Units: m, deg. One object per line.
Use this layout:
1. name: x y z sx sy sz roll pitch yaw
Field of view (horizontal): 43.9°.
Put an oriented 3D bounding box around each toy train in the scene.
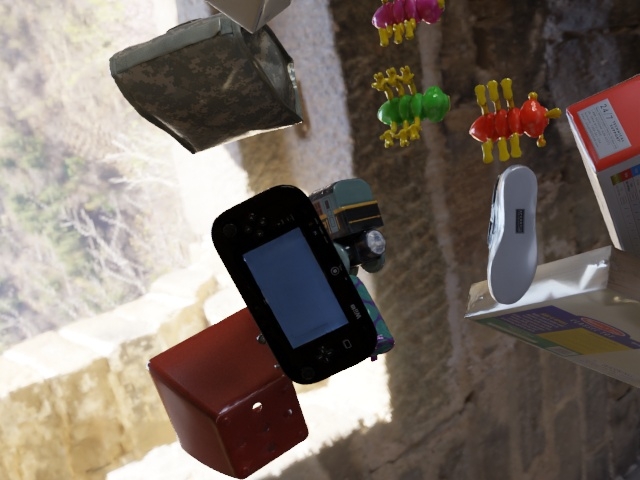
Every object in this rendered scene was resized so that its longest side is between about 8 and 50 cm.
1. toy train: 0.000 0.000 1.611 0.334 0.142 0.190 -22 82 51

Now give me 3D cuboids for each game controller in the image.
1. game controller: -0.038 0.072 1.242 0.166 0.067 0.319 -24 105 15

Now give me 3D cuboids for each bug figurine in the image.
1. bug figurine: 0.161 -0.223 0.923 0.216 0.072 0.279 -5 90 23

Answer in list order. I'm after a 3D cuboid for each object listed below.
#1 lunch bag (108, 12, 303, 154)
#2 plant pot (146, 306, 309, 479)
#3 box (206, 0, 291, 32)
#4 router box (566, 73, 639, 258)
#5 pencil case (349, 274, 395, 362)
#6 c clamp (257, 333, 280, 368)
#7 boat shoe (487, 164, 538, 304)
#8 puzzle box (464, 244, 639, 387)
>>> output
1. lunch bag: -0.191 -0.286 1.354 0.235 0.287 0.169 -15 73 14
2. plant pot: -0.174 0.346 1.704 0.235 0.267 0.268 28 140 53
3. box: -0.155 -0.392 0.995 0.275 0.094 0.113 37 141 4
4. router box: 0.446 -0.091 0.842 0.301 0.335 0.082 -24 59 16
5. pencil case: 0.071 0.136 1.411 0.152 0.064 0.070 62 146 26
6. c clamp: -0.061 0.198 1.482 0.160 0.137 0.022 22 108 55
7. boat shoe: 0.196 -0.006 0.813 0.040 0.049 0.142 -152 68 -83
8. puzzle box: 0.422 0.123 0.987 0.272 0.408 0.052 -26 44 64
